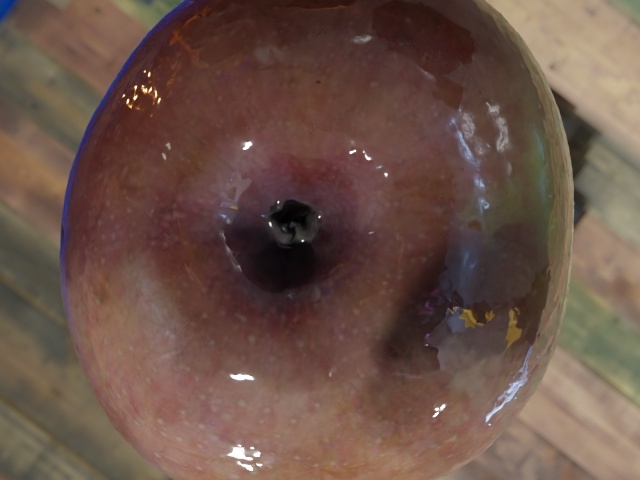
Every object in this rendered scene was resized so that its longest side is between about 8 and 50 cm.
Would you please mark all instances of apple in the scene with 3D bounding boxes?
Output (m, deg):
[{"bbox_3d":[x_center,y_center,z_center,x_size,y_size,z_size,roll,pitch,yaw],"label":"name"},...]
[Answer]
[{"bbox_3d":[0.000,0.000,1.034,0.305,0.306,0.235,37,-176,2],"label":"apple"}]
